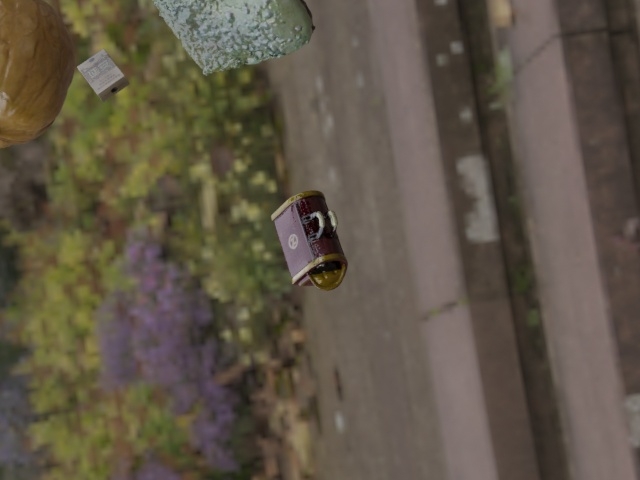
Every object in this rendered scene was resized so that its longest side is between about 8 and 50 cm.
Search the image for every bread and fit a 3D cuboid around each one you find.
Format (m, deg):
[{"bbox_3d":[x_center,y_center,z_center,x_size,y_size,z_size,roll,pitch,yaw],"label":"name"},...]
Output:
[{"bbox_3d":[-0.128,-0.284,2.126,0.172,0.232,0.064,118,175,-49],"label":"bread"}]

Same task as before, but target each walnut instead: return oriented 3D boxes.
[{"bbox_3d":[-0.426,-0.228,2.210,0.195,0.195,0.221,91,-179,-58],"label":"walnut"}]

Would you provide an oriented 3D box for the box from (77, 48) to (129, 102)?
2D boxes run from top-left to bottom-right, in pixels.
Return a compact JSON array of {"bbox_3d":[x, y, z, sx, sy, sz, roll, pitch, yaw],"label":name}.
[{"bbox_3d":[-0.339,-0.258,2.588,0.083,0.053,0.024,50,174,38],"label":"box"}]

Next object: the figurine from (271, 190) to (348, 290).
[{"bbox_3d":[0.000,0.001,2.369,0.098,0.082,0.154,-55,47,49],"label":"figurine"}]
